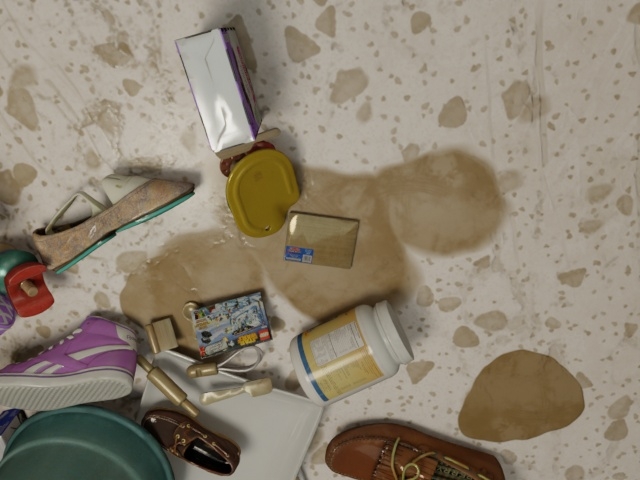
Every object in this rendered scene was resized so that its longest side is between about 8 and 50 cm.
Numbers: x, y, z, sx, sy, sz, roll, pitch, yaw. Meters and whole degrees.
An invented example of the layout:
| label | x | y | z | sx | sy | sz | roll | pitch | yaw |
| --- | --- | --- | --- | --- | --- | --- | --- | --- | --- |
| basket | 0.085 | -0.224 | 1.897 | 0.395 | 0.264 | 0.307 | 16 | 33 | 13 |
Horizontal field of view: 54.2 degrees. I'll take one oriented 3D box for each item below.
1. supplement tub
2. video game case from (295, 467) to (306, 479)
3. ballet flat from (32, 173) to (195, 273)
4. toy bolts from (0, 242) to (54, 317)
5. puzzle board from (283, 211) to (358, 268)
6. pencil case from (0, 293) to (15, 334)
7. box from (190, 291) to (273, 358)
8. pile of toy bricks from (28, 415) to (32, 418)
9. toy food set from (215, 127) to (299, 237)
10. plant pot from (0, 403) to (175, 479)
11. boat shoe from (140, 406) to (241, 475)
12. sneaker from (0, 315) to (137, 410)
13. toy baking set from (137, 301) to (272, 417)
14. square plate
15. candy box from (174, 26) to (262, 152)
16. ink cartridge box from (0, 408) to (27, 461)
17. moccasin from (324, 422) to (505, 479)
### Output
| label | x | y | z | sx | sy | sz | roll | pitch | yaw |
| --- | --- | --- | --- | --- | --- | --- | --- | --- | --- |
| supplement tub | 0.058 | 0.208 | 1.166 | 0.200 | 0.144 | 0.144 | -26 | 108 | 8 |
| video game case | -0.142 | 0.506 | 1.337 | 0.207 | 0.026 | 0.226 | -15 | 109 | 5 |
| ballet flat | -0.373 | -0.051 | 1.093 | 0.316 | 0.107 | 0.106 | -28 | 101 | 8 |
| toy bolts | -0.594 | 0.055 | 1.057 | 0.159 | 0.229 | 0.218 | 31 | 127 | 35 |
| puzzle board | 0.000 | 0.000 | 1.161 | 0.128 | 0.011 | 0.096 | 8 | 111 | -3 |
| pencil case | -0.673 | 0.176 | 1.177 | 0.206 | 0.086 | 0.088 | -36 | 136 | 11 |
| box | -0.167 | 0.160 | 1.178 | 0.137 | 0.027 | 0.093 | -14 | 80 | -4 |
| pile of toy bricks | -0.523 | 0.456 | 1.273 | 0.118 | 0.105 | 0.212 | -13 | 110 | 4 |
| toy food set | -0.115 | -0.107 | 1.072 | 0.128 | 0.071 | 0.217 | -30 | 137 | -17 |
| plant pot | -0.459 | 0.517 | 1.059 | 0.342 | 0.334 | 0.340 | 1 | 108 | 3 |
| boat shoe | -0.250 | 0.386 | 1.200 | 0.207 | 0.073 | 0.073 | 23 | 102 | -1 |
| sneaker | -0.481 | 0.223 | 1.170 | 0.282 | 0.161 | 0.102 | -5 | 140 | -2 |
| toy baking set | -0.222 | 0.234 | 1.192 | 0.197 | 0.030 | 0.256 | -42 | 90 | -2 |
| square plate | -0.210 | 0.416 | 1.266 | 0.348 | 0.049 | 0.343 | 20 | 102 | -2 |
| candy box | -0.150 | -0.241 | 0.972 | 0.070 | 0.196 | 0.164 | -15 | 109 | 3 |
| ink cartridge box | -0.610 | 0.456 | 1.276 | 0.046 | 0.097 | 0.207 | -13 | 109 | 4 |
| moccasin | 0.195 | 0.476 | 1.264 | 0.380 | 0.147 | 0.139 | 21 | 108 | -8 |
